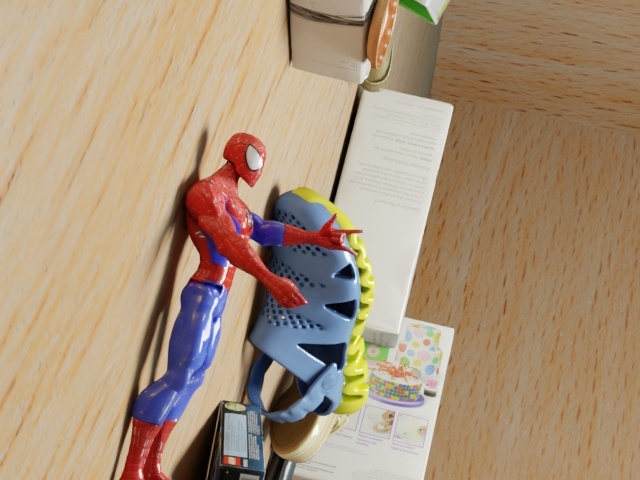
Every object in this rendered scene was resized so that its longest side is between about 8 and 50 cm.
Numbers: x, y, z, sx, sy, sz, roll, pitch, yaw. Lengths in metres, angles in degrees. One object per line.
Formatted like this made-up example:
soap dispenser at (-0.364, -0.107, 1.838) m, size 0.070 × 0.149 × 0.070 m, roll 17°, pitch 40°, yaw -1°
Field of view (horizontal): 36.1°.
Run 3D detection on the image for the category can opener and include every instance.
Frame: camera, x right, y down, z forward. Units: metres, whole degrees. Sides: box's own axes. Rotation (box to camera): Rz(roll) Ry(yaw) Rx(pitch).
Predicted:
can opener at (-0.061, 0.346, 1.502) m, size 0.059 × 0.073 × 0.186 m, roll -12°, pitch -126°, yaw 55°

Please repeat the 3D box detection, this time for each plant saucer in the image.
plant saucer at (0.059, -0.206, 0.938) m, size 0.083 × 0.013 × 0.084 m, roll 16°, pitch 90°, yaw -81°

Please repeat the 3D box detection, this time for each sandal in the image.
sandal at (-0.021, 0.092, 1.110) m, size 0.138 × 0.126 × 0.317 m, roll -23°, pitch 124°, yaw -30°

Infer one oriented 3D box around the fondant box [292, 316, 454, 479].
fondant box at (0.077, 0.281, 1.666) m, size 0.096 × 0.238 × 0.330 m, roll 91°, pitch 14°, yaw -57°

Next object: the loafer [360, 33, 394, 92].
loafer at (0.081, -0.293, 1.456) m, size 0.050 × 0.056 × 0.148 m, roll 71°, pitch 22°, yaw -75°

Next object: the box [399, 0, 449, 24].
box at (0.145, -0.411, 1.231) m, size 0.231 × 0.126 × 0.262 m, roll -59°, pitch 176°, yaw 10°

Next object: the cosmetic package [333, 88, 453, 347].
cosmetic package at (0.098, -0.031, 1.616) m, size 0.217 × 0.156 × 0.385 m, roll 73°, pitch 29°, yaw -79°

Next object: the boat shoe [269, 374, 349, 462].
boat shoe at (0.004, 0.240, 1.452) m, size 0.098 × 0.109 × 0.302 m, roll 55°, pitch 18°, yaw -15°

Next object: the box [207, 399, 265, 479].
box at (-0.098, 0.297, 0.974) m, size 0.159 × 0.044 × 0.233 m, roll -116°, pitch -144°, yaw -77°

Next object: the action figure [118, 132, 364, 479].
action figure at (-0.053, 0.062, 0.728) m, size 0.091 × 0.139 × 0.281 m, roll 48°, pitch 53°, yaw -83°

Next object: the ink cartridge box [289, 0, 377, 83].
ink cartridge box at (0.024, -0.266, 0.937) m, size 0.191 × 0.082 × 0.140 m, roll 92°, pitch 14°, yaw -62°
